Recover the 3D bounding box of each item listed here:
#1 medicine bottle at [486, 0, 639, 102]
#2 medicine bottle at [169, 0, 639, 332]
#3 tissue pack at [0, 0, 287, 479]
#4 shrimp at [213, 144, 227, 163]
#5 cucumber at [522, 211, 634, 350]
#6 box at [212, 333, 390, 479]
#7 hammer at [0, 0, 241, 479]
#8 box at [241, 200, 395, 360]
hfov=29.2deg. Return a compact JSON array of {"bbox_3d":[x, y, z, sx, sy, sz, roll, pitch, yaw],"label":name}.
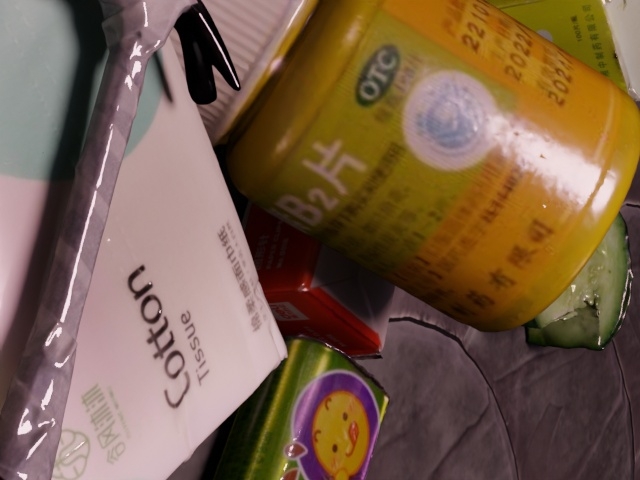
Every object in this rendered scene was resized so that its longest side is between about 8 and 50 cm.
[{"bbox_3d":[0.219,-0.217,1.275,0.141,0.250,0.137,-52,127,-38],"label":"medicine bottle"},{"bbox_3d":[0.030,-0.110,0.930,0.384,0.224,0.224,31,57,-10],"label":"medicine bottle"},{"bbox_3d":[-0.196,-0.014,0.759,0.266,0.194,0.356,-42,118,-47],"label":"tissue pack"},{"bbox_3d":[-0.123,-0.083,0.990,0.161,0.034,0.091,-22,102,-50],"label":"shrimp"},{"bbox_3d":[0.258,0.027,1.395,0.191,0.130,0.191,8,79,-47],"label":"cucumber"},{"bbox_3d":[-0.043,0.258,0.998,0.134,0.097,0.346,45,53,-37],"label":"box"},{"bbox_3d":[-0.143,0.036,0.638,0.152,0.044,0.427,31,65,-44],"label":"hammer"},{"bbox_3d":[0.000,0.000,1.088,0.133,0.099,0.182,39,54,-43],"label":"box"}]
